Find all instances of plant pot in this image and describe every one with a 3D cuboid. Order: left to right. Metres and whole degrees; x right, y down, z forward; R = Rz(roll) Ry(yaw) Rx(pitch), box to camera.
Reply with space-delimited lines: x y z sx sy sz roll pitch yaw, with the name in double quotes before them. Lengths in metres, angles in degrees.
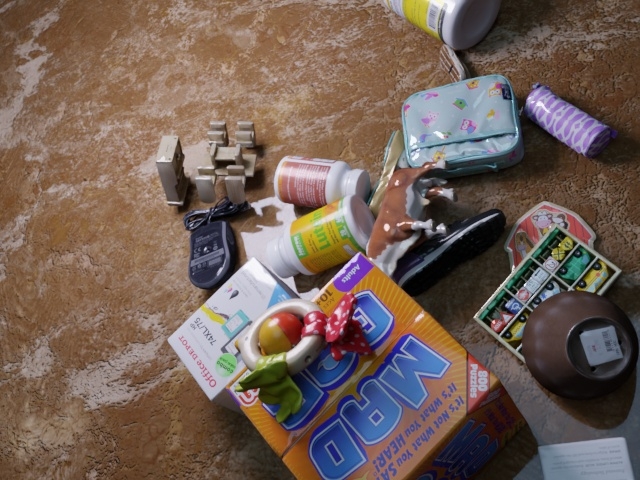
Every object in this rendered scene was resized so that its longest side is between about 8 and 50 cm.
"plant pot" 0.488 0.192 1.339 0.215 0.230 0.216 -1 83 10

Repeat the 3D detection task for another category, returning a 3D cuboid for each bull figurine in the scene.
"bull figurine" 0.190 -0.045 1.599 0.188 0.101 0.311 -12 49 35

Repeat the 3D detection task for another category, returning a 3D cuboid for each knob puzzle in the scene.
"knob puzzle" 0.491 0.000 1.578 0.213 0.030 0.213 -9 64 19

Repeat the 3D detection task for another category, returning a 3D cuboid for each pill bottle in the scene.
"pill bottle" 0.000 0.000 1.708 0.245 0.136 0.137 -24 59 25
"pill bottle" 0.006 -0.137 1.788 0.216 0.121 0.121 10 71 26
"pill bottle" 0.279 -0.639 1.868 0.188 0.188 0.334 -46 59 -2

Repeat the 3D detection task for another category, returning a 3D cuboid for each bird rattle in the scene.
"bird rattle" -0.048 0.168 1.257 0.253 0.143 0.207 -48 40 -7

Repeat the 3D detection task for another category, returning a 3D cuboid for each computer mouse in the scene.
"computer mouse" -0.263 0.020 1.863 0.188 0.072 0.272 -17 49 17

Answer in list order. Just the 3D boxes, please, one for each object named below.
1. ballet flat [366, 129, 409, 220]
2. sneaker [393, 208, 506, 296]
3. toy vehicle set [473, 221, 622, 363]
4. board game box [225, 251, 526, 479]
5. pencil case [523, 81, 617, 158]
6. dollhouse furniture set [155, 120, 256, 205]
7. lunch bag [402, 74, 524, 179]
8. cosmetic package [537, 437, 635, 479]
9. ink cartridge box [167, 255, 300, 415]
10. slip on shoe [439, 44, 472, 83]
"ballet flat" 0.176 -0.150 1.758 0.073 0.080 0.232 18 83 18
"sneaker" 0.269 -0.006 1.633 0.283 0.107 0.124 -33 53 5
"toy vehicle set" 0.464 0.116 1.510 0.166 0.035 0.267 41 92 27
"board game box" 0.117 0.314 1.395 0.356 0.356 0.356 -45 57 -2
"pencil case" 0.553 -0.269 1.649 0.088 0.086 0.206 -30 57 -21
"dollhouse furniture set" -0.289 -0.182 1.926 0.241 0.161 0.212 2 51 5
"lunch bag" 0.336 -0.257 1.715 0.279 0.108 0.224 -10 63 18
"cosmetic package" 0.481 0.459 1.300 0.151 0.151 0.184 -12 64 17
"ink cartridge box" -0.153 0.221 1.643 0.270 0.197 0.198 -44 58 -1
"slip on shoe" 0.339 -0.438 1.839 0.041 0.051 0.135 -2 48 -22
